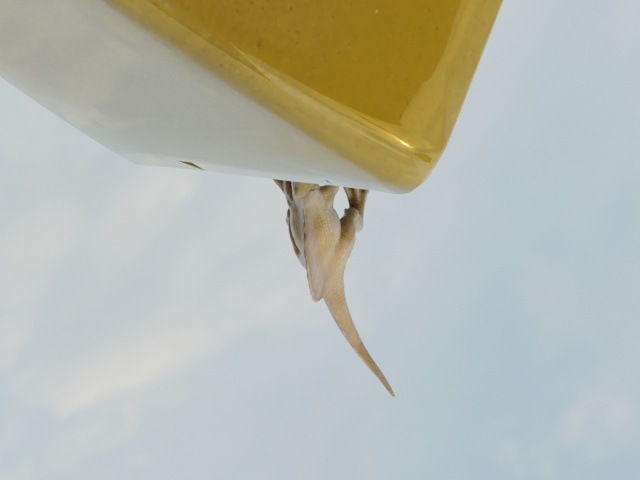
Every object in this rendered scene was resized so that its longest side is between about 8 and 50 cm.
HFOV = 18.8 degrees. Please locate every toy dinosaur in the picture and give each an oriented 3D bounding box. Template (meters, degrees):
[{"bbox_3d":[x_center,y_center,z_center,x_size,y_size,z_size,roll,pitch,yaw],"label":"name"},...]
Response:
[{"bbox_3d":[0.000,0.000,1.030,0.053,0.183,0.092,-7,-135,10],"label":"toy dinosaur"}]

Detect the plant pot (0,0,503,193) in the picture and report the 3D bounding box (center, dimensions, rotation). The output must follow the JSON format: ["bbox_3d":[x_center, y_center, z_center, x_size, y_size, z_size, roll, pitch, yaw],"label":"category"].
[{"bbox_3d":[-0.057,-0.151,0.566,0.212,0.187,0.212,10,-103,61],"label":"plant pot"}]
